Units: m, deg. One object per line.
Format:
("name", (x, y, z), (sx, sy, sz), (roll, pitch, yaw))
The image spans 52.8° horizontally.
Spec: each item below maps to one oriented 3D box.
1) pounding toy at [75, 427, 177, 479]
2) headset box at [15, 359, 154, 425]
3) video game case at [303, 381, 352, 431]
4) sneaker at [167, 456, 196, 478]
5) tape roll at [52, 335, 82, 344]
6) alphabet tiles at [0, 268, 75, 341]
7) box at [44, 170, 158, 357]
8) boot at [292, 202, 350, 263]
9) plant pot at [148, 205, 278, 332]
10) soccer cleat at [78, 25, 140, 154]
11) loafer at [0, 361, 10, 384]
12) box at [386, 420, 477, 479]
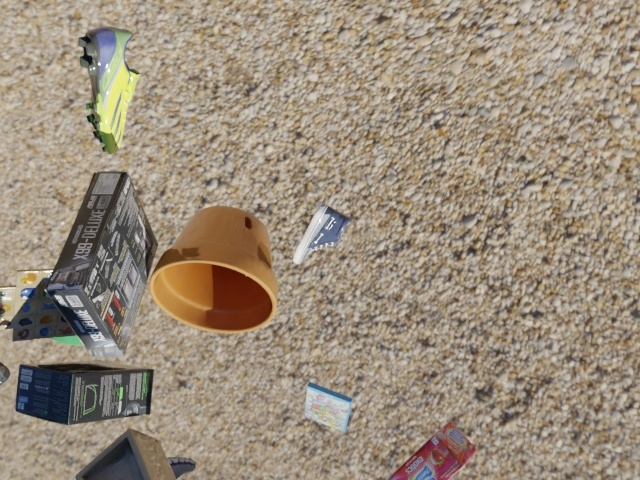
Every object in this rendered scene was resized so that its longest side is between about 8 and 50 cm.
("pounding toy", (-0.288, 0.369, 0.953), (0.130, 0.141, 0.100), (49, 180, 41))
("headset box", (-0.633, 0.407, 1.765), (0.246, 0.283, 0.131), (0, 84, 34))
("video game case", (0.017, 0.433, 1.666), (0.119, 0.015, 0.166), (19, 139, 11))
("sneaker", (-0.433, 0.640, 1.746), (0.083, 0.098, 0.223), (-22, 150, 33))
("tape roll", (-0.812, 0.235, 2.246), (0.321, 0.321, 0.077), (18, 122, 17))
("alphabet tiles", (-0.730, 0.178, 1.799), (0.011, 0.342, 0.285), (61, 141, 38))
("box", (-0.433, 0.048, 1.326), (0.076, 0.308, 0.243), (1, 141, 6))
("boot", (0.000, 0.000, 1.619), (0.086, 0.069, 0.190), (29, 124, 1))
("plant pot", (-0.233, 0.056, 1.510), (0.290, 0.204, 0.291), (4, 142, 3))
("soccer cleat", (-0.436, -0.311, 1.372), (0.093, 0.121, 0.289), (45, 141, 36))
("loafer", (-0.776, 0.270, 1.436), (0.170, 0.062, 0.061), (10, 135, 10))
("box", (0.338, 0.687, 1.962), (0.123, 0.128, 0.257), (47, 119, 20))
